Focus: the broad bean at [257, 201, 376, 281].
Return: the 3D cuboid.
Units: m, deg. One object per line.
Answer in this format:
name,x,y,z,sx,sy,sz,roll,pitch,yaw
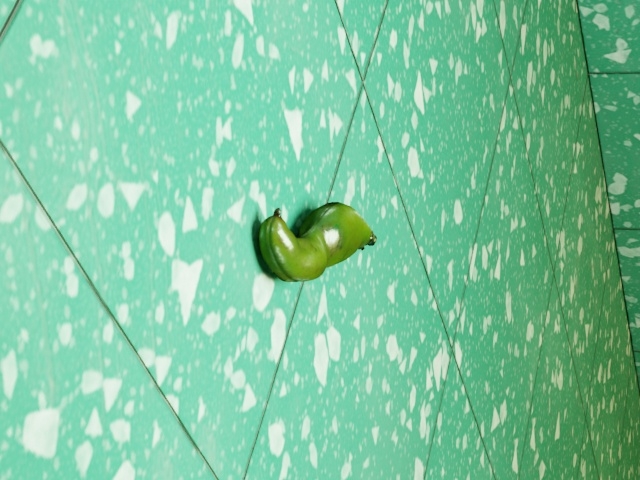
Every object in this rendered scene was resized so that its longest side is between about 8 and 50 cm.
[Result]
broad bean,0.000,0.000,1.267,0.213,0.048,0.070,-6,98,-66
